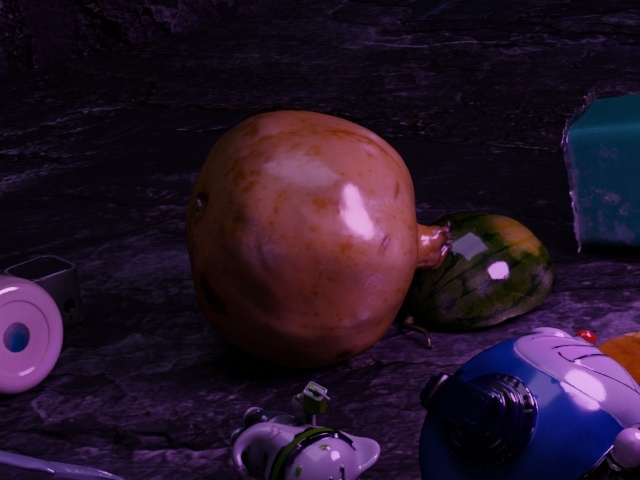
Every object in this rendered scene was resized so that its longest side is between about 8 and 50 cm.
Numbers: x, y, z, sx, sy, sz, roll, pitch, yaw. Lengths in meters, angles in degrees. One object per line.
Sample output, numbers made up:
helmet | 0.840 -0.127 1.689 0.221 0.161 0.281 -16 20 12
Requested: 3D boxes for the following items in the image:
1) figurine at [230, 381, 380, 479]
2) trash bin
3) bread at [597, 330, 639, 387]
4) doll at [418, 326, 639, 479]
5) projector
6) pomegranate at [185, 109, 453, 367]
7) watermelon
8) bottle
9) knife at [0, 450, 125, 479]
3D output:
figurine | -0.022 0.233 1.722 0.147 0.126 0.192 -50 43 -12
trash bin | 0.542 -0.093 2.280 0.381 0.259 0.295 -3 20 27
bread | 0.382 0.163 1.819 0.235 0.099 0.210 -22 26 -38
doll | 0.238 0.212 1.553 0.310 0.240 0.284 30 -3 36
projector | -0.380 0.075 2.270 0.083 0.082 0.083 -21 25 -36
pomegranate | 0.000 0.000 2.074 0.342 0.343 0.342 -5 20 2
watermelon | 0.194 0.031 2.187 0.232 0.127 0.204 -18 27 -18
bottle | -0.450 0.111 2.119 0.147 0.148 0.236 -22 19 -38
knife | -0.288 0.241 1.748 0.028 0.015 0.210 14 -5 40
